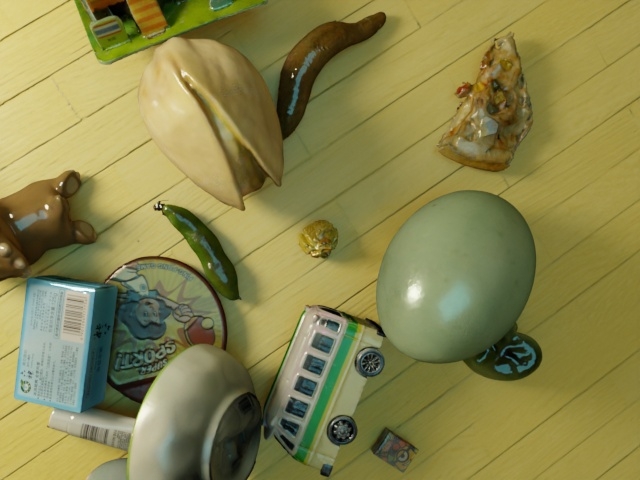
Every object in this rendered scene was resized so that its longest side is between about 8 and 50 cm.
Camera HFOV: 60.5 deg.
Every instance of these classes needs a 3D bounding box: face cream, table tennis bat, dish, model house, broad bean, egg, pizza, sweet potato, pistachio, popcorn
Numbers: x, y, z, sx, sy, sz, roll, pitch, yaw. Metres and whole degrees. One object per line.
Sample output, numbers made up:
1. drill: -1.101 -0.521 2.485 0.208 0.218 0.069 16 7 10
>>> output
1. face cream: -0.400 0.367 1.064 0.243 0.058 0.092 17 112 -2
2. table tennis bat: -0.312 0.235 1.099 0.268 0.051 0.415 -11 93 -6
3. dish: -0.186 0.355 0.978 0.124 0.324 0.324 4 93 23
4. model house: -0.279 -0.517 0.894 0.357 0.313 0.243 -22 69 -7
5. broad bean: -0.232 0.016 1.098 0.065 0.046 0.255 -38 96 -15
6. egg: 0.259 0.064 1.053 0.276 0.276 0.389 49 56 -9
7. pizza: 0.375 -0.291 1.172 0.189 0.071 0.297 24 88 -9
8. sweet potato: -0.005 -0.362 1.105 0.346 0.079 0.108 -49 128 -5
9. broad bean: 0.380 0.225 1.210 0.206 0.072 0.153 32 85 2
10. pistachio: -0.189 -0.214 0.998 0.229 0.238 0.321 -31 106 -1
11. popcorn: 0.000 0.000 1.121 0.084 0.084 0.084 -1 93 -10

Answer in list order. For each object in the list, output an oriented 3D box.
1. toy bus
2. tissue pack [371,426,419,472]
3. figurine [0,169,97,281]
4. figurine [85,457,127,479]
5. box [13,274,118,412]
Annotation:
1. toy bus: 0.000 0.289 1.105 0.179 0.143 0.306 22 90 -8
2. tissue pack: 0.161 0.456 1.196 0.083 0.035 0.063 36 87 -8
3. figurine: -0.552 -0.017 0.979 0.247 0.173 0.177 -15 95 -8
4. figurine: -0.352 0.602 1.075 0.205 0.224 0.382 -15 121 -30
5. box: -0.476 0.189 1.029 0.142 0.083 0.232 8 93 10
